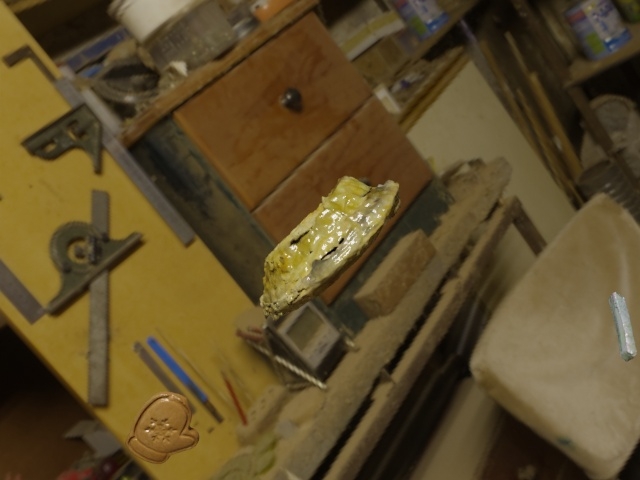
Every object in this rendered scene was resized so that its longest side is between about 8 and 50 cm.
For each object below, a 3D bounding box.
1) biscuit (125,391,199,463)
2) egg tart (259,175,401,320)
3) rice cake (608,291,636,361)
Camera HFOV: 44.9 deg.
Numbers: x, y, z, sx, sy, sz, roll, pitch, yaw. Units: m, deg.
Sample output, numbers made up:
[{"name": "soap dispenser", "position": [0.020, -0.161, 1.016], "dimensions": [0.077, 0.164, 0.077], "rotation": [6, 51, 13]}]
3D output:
[{"name": "biscuit", "position": [-0.267, 0.329, 1.341], "dimensions": [0.023, 0.118, 0.140], "rotation": [-90, 23, -73]}, {"name": "egg tart", "position": [0.000, 0.000, 1.137], "dimensions": [0.279, 0.095, 0.279], "rotation": [-43, 6, 6]}, {"name": "rice cake", "position": [0.824, 0.234, 2.118], "dimensions": [0.043, 0.034, 0.211], "rotation": [108, 171, -47]}]
